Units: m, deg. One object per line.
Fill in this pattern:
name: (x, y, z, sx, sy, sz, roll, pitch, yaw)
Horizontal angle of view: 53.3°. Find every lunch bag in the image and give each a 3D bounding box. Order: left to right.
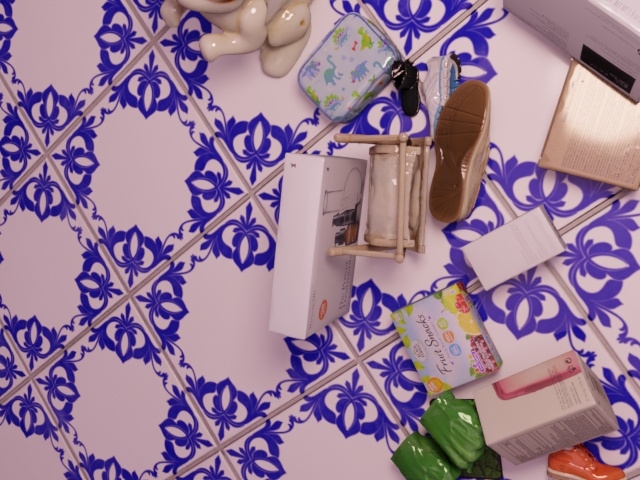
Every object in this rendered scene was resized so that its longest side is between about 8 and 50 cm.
lunch bag: (0.064, -0.393, 1.451, 0.176, 0.090, 0.219, 48, 111, 11)

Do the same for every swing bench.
swing bench: (0.145, -0.096, 1.354, 0.165, 0.255, 0.253, 5, 98, 27)

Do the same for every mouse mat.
mouse mat: (0.334, 0.457, 1.467, 0.152, 0.007, 0.189, -6, 92, 24)

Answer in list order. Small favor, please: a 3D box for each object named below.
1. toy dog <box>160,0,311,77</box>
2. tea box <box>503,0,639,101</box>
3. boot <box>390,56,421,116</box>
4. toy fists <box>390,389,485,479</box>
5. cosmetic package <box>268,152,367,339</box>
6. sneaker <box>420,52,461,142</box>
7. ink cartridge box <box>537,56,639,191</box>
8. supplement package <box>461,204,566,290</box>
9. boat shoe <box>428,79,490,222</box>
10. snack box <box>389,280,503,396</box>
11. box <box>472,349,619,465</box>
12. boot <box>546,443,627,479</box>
toy dog: (-0.162, -0.558, 1.359, 0.395, 0.408, 0.284, -36, 81, 23)
tea box: (0.551, -0.488, 1.109, 0.329, 0.220, 0.323, 44, 93, 18)
boot: (0.187, -0.336, 1.397, 0.045, 0.099, 0.121, 4, 97, 25)
toy fists: (0.275, 0.464, 1.424, 0.142, 0.096, 0.279, 46, 126, 28)
cosmetic package: (0.000, 0.000, 1.414, 0.097, 0.284, 0.377, 10, 100, 23)
sneaker: (0.256, -0.310, 1.398, 0.083, 0.071, 0.190, 15, 104, 45)
ink cartridge box: (0.560, -0.232, 1.251, 0.193, 0.088, 0.234, 20, 103, 22)
supplement package: (0.406, 0.014, 1.335, 0.179, 0.105, 0.105, -30, 84, 23)
boat shoe: (0.309, -0.187, 1.363, 0.109, 0.098, 0.302, 17, 105, 37)
snack box: (0.281, 0.220, 1.430, 0.174, 0.070, 0.207, -28, 83, 23)
box: (0.457, 0.346, 1.303, 0.232, 0.148, 0.127, -30, 42, 23)
boot: (0.561, 0.467, 1.342, 0.158, 0.059, 0.084, 3, 92, 25)
